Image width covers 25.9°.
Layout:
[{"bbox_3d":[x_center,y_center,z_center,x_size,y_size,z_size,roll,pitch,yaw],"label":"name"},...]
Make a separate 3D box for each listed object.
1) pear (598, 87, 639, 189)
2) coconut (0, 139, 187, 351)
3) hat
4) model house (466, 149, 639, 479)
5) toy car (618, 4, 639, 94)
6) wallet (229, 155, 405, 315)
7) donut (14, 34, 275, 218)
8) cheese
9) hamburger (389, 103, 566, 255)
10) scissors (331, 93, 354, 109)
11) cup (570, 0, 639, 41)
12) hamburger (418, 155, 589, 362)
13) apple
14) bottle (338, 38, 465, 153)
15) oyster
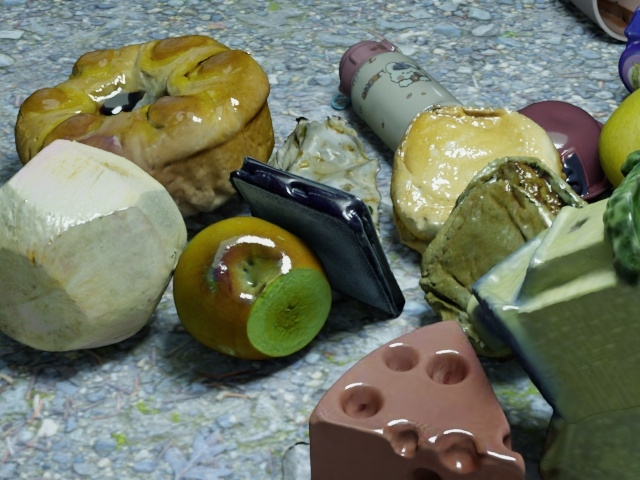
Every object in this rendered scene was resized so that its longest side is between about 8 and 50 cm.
[{"bbox_3d":[0.489,-0.119,1.618,0.336,0.285,0.285,13,38,20],"label":"pear"},{"bbox_3d":[-0.264,0.007,1.513,0.236,0.197,0.237,7,35,-5],"label":"coconut"},{"bbox_3d":[0.296,-0.125,1.783,0.205,0.089,0.205,0,37,0],"label":"hat"},{"bbox_3d":[0.305,0.082,1.326,0.266,0.321,0.261,-25,16,43],"label":"model house"},{"bbox_3d":[0.500,-0.215,1.855,0.235,0.172,0.158,21,55,33],"label":"toy car"},{"bbox_3d":[0.001,-0.002,1.516,0.167,0.222,0.036,21,68,28],"label":"wallet"},{"bbox_3d":[-0.215,-0.136,1.712,0.299,0.150,0.317,-33,36,-29],"label":"donut"},{"bbox_3d":[0.076,0.197,1.318,0.177,0.128,0.203,-9,41,-9],"label":"cheese"},{"bbox_3d":[0.186,-0.065,1.647,0.213,0.108,0.214,-2,60,3],"label":"hamburger"},{"bbox_3d":[0.054,-0.217,1.975,0.058,0.014,0.119,9,40,11],"label":"scissors"},{"bbox_3d":[0.478,-0.422,2.138,0.252,0.192,0.200,16,23,-30],"label":"cup"},{"bbox_3d":[0.210,0.021,1.505,0.130,0.206,0.183,16,26,-52],"label":"hamburger"},{"bbox_3d":[-0.076,0.053,1.475,0.163,0.147,0.146,26,74,15],"label":"apple"},{"bbox_3d":[0.103,-0.188,1.854,0.109,0.110,0.233,-15,39,-20],"label":"bottle"},{"bbox_3d":[0.017,-0.063,1.718,0.166,0.094,0.294,24,29,2],"label":"oyster"}]
